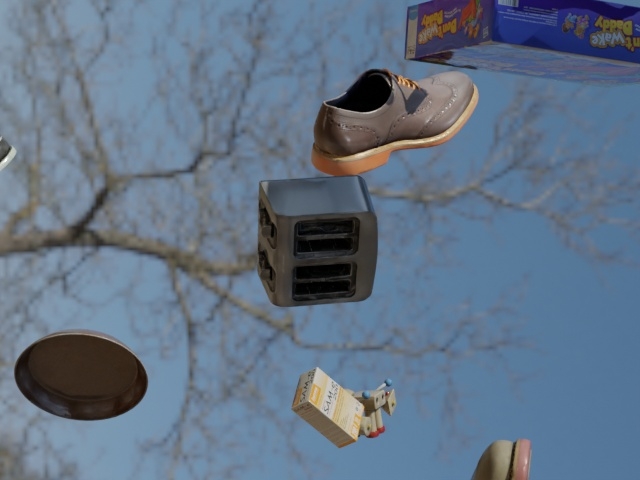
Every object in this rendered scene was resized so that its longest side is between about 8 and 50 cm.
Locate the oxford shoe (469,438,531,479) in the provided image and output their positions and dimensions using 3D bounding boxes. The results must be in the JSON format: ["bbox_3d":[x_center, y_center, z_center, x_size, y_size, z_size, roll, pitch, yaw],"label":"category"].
[{"bbox_3d":[0.118,0.333,1.561,0.123,0.130,0.348,-65,176,-61],"label":"oxford shoe"}]

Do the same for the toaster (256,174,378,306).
[{"bbox_3d":[0.000,0.000,2.198,0.110,0.186,0.168,-108,-162,-54],"label":"toaster"}]

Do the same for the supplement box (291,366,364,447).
[{"bbox_3d":[0.011,0.226,2.050,0.036,0.098,0.062,-28,-147,36],"label":"supplement box"}]

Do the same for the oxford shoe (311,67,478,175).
[{"bbox_3d":[0.136,-0.226,2.524,0.130,0.364,0.132,27,-49,35],"label":"oxford shoe"}]

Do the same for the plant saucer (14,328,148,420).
[{"bbox_3d":[-0.301,0.165,1.922,0.029,0.169,0.168,-91,-165,-45],"label":"plant saucer"}]

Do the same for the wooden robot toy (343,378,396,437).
[{"bbox_3d":[0.049,0.247,2.209,0.173,0.079,0.076,-14,105,-66],"label":"wooden robot toy"}]

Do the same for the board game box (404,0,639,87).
[{"bbox_3d":[0.323,-0.275,2.083,0.233,0.347,0.078,-178,-87,-65],"label":"board game box"}]

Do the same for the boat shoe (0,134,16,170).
[{"bbox_3d":[-0.471,-0.070,1.802,0.068,0.228,0.081,62,-15,-19],"label":"boat shoe"}]
